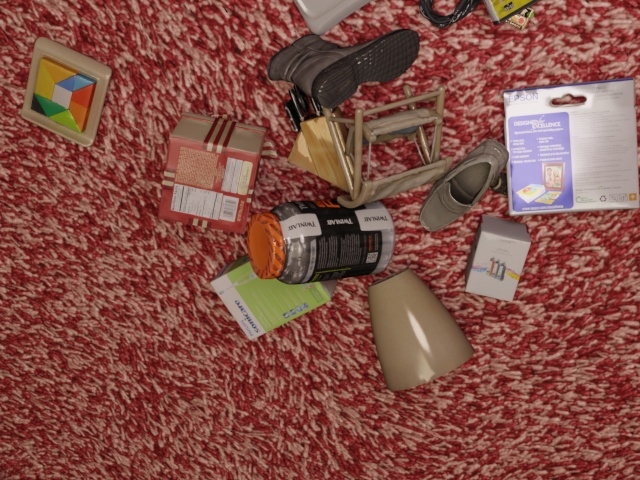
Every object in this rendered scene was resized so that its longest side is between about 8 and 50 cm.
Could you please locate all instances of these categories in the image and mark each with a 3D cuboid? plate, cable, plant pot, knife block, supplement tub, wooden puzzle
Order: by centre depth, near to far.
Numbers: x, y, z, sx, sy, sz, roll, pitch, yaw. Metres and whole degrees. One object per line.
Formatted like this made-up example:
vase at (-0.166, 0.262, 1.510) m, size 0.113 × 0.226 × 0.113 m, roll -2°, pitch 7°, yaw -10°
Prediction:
plate at (-0.003, -0.638, 1.619) m, size 0.278 × 0.045 × 0.277 m, roll -19°, pitch 110°, yaw 47°
cable at (0.307, -0.574, 1.623) m, size 0.150 × 0.047 × 0.184 m, roll -5°, pitch 138°, yaw -23°
supplement tub at (0.000, 0.000, 1.777) m, size 0.338 × 0.207 × 0.207 m, roll -6°, pitch 117°, yaw -29°
knife block at (0.028, -0.285, 1.798) m, size 0.275 × 0.088 × 0.242 m, roll 27°, pitch 115°, yaw 0°
plant pot at (0.239, 0.223, 1.900) m, size 0.256 × 0.256 × 0.274 m, roll -25°, pitch 90°, yaw 19°
wooden puzzle at (-0.696, -0.398, 1.917) m, size 0.221 × 0.044 × 0.239 m, roll 25°, pitch 114°, yaw 0°

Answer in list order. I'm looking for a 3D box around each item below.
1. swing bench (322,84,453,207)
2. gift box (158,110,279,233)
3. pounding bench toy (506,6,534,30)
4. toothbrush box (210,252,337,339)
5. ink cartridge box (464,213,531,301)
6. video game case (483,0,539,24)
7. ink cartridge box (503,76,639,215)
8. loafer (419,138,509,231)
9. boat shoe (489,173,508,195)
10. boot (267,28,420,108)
swing bench at (0.168, -0.222, 1.693) m, size 0.253 × 0.165 × 0.255 m, roll -20°, pitch 111°, yaw -24°
gift box at (-0.255, -0.168, 1.812) m, size 0.276 × 0.258 × 0.255 m, roll 15°, pitch 114°, yaw -9°
pounding bench toy at (0.463, -0.535, 1.629) m, size 0.065 × 0.052 × 0.083 m, roll 25°, pitch 114°, yaw 0°
toothbrush box at (-0.128, 0.118, 1.977) m, size 0.283 × 0.122 × 0.206 m, roll -29°, pitch 103°, yaw 19°
ink cartridge box at (0.454, 0.046, 1.829) m, size 0.127 × 0.128 × 0.176 m, roll 14°, pitch 115°, yaw 5°
video game case at (0.447, -0.650, 1.544) m, size 0.274 × 0.035 × 0.248 m, roll -31°, pitch 104°, yaw -2°
ink cartridge box at (0.603, -0.220, 1.710) m, size 0.303 × 0.072 × 0.307 m, roll -3°, pitch 92°, yaw 13°
loafer at (0.341, -0.123, 1.757) m, size 0.112 × 0.111 × 0.319 m, roll 38°, pitch 134°, yaw 4°
boat shoe at (0.451, -0.144, 1.794) m, size 0.152 × 0.049 × 0.056 m, roll 24°, pitch 116°, yaw 2°
boot at (0.054, -0.448, 1.685) m, size 0.222 × 0.338 × 0.118 m, roll 38°, pitch 145°, yaw 39°
